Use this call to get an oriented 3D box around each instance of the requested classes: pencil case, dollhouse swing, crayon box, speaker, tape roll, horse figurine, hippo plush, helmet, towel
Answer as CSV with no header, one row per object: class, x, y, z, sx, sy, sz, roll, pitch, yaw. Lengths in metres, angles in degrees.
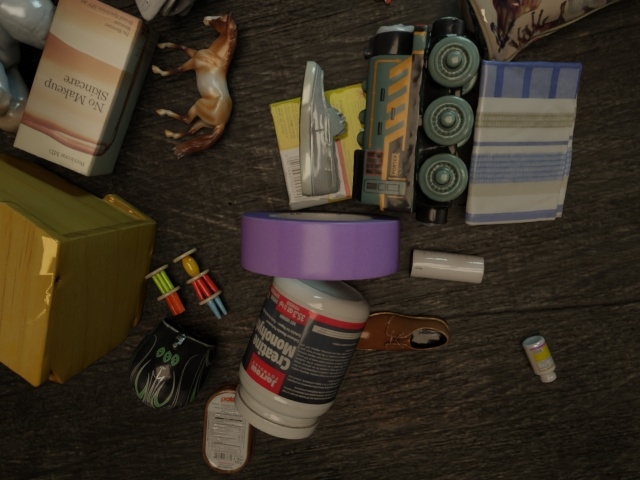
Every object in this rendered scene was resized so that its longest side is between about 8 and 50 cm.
pencil case,0.424,-0.439,0.862,0.410,0.160,0.184,-26,83,7
dollhouse swing,-0.510,0.029,0.909,0.304,0.347,0.316,13,98,3
crayon box,0.082,-0.183,0.964,0.318,0.081,0.203,-10,96,7
speaker,0.241,0.049,0.992,0.136,0.055,0.055,6,98,4
tape roll,0.000,0.000,0.897,0.274,0.275,0.090,2,96,5
horse figurine,-0.231,-0.287,0.989,0.174,0.066,0.264,-2,95,11
hippo plush,-0.581,-0.364,0.970,0.236,0.234,0.294,-45,49,-8
helmet,-0.296,0.252,1.021,0.169,0.169,0.162,28,82,1
towel,0.354,-0.166,0.910,0.209,0.034,0.285,-5,108,-17

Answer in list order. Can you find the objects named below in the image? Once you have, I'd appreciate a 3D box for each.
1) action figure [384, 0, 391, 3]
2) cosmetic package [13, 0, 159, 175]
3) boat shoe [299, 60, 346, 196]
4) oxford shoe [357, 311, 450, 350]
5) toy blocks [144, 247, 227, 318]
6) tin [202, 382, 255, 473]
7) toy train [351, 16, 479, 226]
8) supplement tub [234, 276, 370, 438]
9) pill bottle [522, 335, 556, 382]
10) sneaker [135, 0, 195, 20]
action figure,0.093,-0.484,0.953,0.038,0.030,0.115,-38,94,3
cosmetic package,-0.432,-0.285,0.968,0.153,0.129,0.297,21,99,-6
boat shoe,0.004,-0.190,0.897,0.081,0.079,0.228,0,102,-4
oxford shoe,0.146,0.183,1.008,0.212,0.076,0.076,-6,98,8
toy blocks,-0.267,0.108,1.046,0.123,0.054,0.148,-30,94,7
tin,-0.191,0.396,1.085,0.106,0.040,0.190,5,97,0
toy train,0.153,-0.192,0.852,0.190,0.142,0.334,5,98,14
supplement tub,-0.038,0.203,0.968,0.191,0.191,0.273,22,98,2
pill bottle,0.426,0.230,1.003,0.043,0.043,0.083,-23,95,8
sneaker,-0.358,-0.490,0.925,0.365,0.137,0.210,-9,112,26
